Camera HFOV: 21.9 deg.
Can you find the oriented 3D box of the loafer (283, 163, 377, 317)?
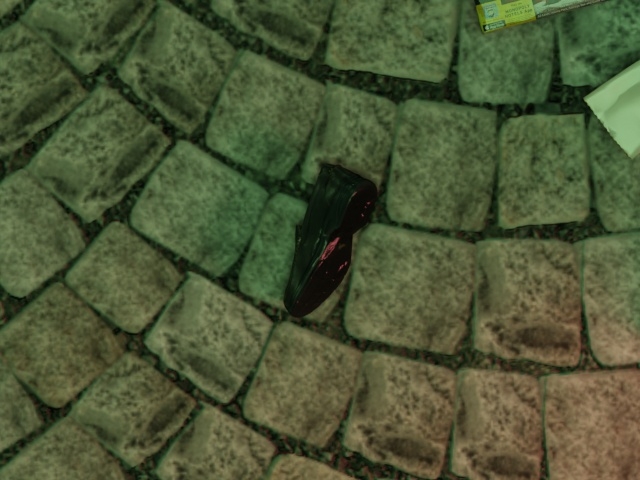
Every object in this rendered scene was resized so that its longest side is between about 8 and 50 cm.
[{"bbox_3d":[0.000,0.000,1.734,0.061,0.062,0.170,37,108,33],"label":"loafer"}]

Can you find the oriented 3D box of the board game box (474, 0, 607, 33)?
[{"bbox_3d":[0.232,-0.327,1.672,0.194,0.060,0.194,-14,98,2],"label":"board game box"}]

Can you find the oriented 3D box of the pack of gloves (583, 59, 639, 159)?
[{"bbox_3d":[0.423,-0.141,1.723,0.232,0.046,0.195,-38,86,3],"label":"pack of gloves"}]
